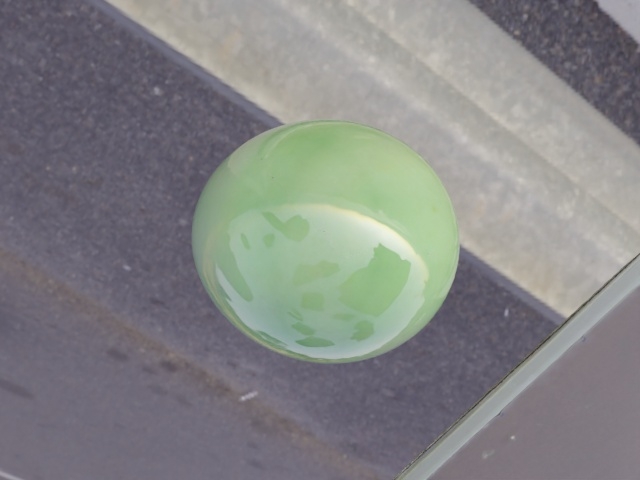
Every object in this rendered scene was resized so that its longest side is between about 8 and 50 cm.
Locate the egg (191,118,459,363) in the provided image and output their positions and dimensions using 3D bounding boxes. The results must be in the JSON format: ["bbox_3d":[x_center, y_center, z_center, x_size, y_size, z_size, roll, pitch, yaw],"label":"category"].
[{"bbox_3d":[0.000,0.000,0.818,0.220,0.220,0.270,39,159,-31],"label":"egg"}]

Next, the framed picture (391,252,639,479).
[{"bbox_3d":[0.171,0.154,0.591,0.232,0.019,0.296,31,113,-27],"label":"framed picture"}]
